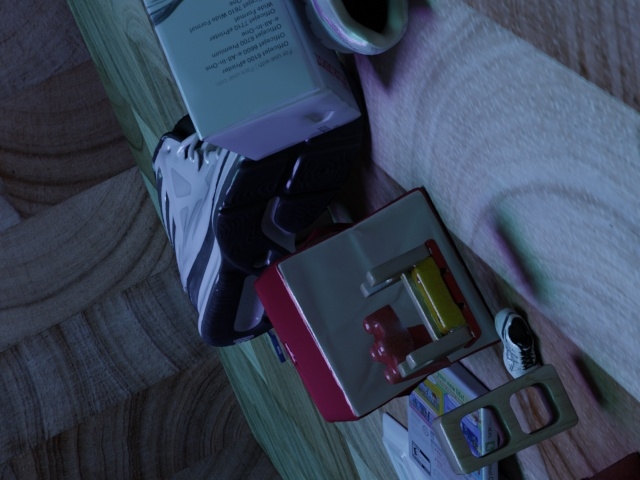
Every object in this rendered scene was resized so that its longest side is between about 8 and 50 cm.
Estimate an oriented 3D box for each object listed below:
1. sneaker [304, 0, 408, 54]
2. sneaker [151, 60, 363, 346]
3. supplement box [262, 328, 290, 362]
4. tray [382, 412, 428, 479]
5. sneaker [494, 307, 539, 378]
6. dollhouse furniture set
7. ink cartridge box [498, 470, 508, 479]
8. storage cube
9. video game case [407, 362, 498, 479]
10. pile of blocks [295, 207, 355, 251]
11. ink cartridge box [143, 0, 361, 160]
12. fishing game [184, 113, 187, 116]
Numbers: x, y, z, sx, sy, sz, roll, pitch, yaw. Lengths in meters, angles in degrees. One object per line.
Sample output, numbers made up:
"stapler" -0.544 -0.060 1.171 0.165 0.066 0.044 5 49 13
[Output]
"sneaker" 0.015 -0.264 1.239 0.252 0.103 0.111 60 171 -29
"sneaker" -0.110 -0.101 1.722 0.257 0.169 0.447 57 144 31
"supplement box" -0.054 0.154 2.530 0.083 0.083 0.056 45 159 58
"tray" 0.162 0.403 2.271 0.270 0.030 0.145 66 169 -16
"sneaker" 0.195 0.107 1.427 0.083 0.032 0.037 65 169 -13
"dollhouse furniture set" 0.178 0.182 1.389 0.374 0.152 0.201 64 169 10
"ink cartridge box" 0.197 0.317 1.865 0.207 0.046 0.097 40 154 63
"storage cube" 0.055 0.074 1.594 0.215 0.183 0.193 63 168 2
"video game case" 0.158 0.230 1.777 0.212 0.023 0.193 -136 38 -59
"pile of blocks" 0.000 0.000 1.902 0.149 0.112 0.362 58 -172 -67
"ink cartridge box" -0.088 -0.246 1.409 0.223 0.129 0.307 9 -121 -79
"fishing game" -0.091 -0.079 2.024 0.041 0.189 0.264 -17 105 39
